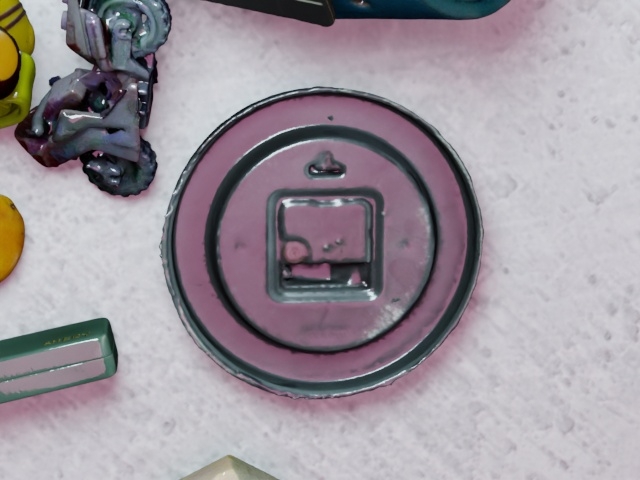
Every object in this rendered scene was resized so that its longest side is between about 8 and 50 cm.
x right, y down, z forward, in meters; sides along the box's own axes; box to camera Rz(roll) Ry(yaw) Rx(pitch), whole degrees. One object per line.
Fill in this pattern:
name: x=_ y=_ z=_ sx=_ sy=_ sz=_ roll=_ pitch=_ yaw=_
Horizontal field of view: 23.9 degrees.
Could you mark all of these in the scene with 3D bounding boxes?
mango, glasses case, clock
mango: x=-0.285 y=0.003 z=1.297 sx=0.060 sy=0.046 sz=0.089 roll=18 pitch=112 yaw=-8
glasses case: x=-0.268 y=0.111 z=1.304 sx=0.184 sy=0.078 sz=0.039 roll=-13 pitch=101 yaw=-4
clock: x=0.000 y=0.000 z=1.323 sx=0.281 sy=0.055 sz=0.280 roll=-1 pitch=102 yaw=-6

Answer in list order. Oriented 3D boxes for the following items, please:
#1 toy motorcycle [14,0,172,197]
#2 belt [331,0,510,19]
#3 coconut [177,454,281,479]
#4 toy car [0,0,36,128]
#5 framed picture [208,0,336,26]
toy motorcycle: x=-0.187 y=-0.128 z=1.242 sx=0.122 sy=0.082 sz=0.213 roll=8 pitch=131 yaw=-5
belt: x=0.045 y=-0.375 z=1.113 sx=0.300 sy=0.173 sz=0.436 roll=-31 pitch=115 yaw=-44
coconut: x=-0.079 y=0.253 z=1.342 sx=0.122 sy=0.116 sz=0.116 roll=-28 pitch=104 yaw=1
toy car: x=-0.337 y=-0.172 z=1.171 sx=0.248 sy=0.200 sz=0.142 roll=20 pitch=68 yaw=-48
framed picture: x=-0.171 y=-0.260 z=1.090 sx=0.347 sy=0.265 sz=0.016 roll=14 pitch=68 yaw=22
